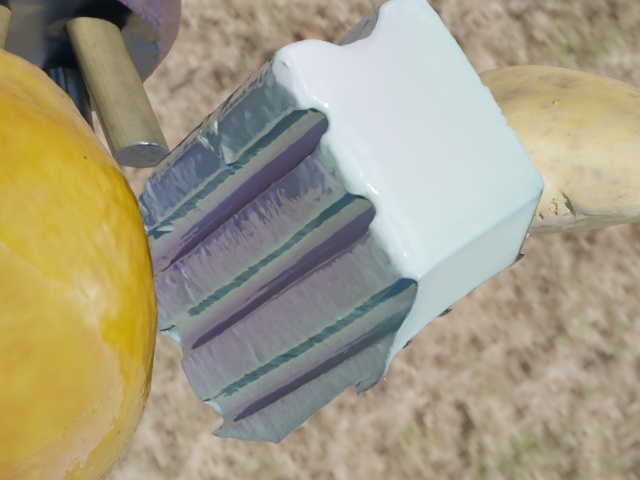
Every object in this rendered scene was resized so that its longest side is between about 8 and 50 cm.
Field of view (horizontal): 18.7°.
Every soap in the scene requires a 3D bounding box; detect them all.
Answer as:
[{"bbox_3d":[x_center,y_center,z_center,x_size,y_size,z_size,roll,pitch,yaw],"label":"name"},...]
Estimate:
[{"bbox_3d":[0.000,0.000,0.903,0.091,0.145,0.230,-29,177,-31],"label":"soap"}]

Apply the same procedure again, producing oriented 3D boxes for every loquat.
[{"bbox_3d":[-0.151,0.024,0.703,0.176,0.187,0.234,-4,134,17],"label":"loquat"}]

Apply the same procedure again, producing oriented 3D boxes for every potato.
[{"bbox_3d":[0.183,-0.065,1.488,0.235,0.161,0.128,-4,123,24],"label":"potato"}]

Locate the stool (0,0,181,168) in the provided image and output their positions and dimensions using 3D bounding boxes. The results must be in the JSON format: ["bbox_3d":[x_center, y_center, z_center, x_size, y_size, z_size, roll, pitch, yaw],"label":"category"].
[{"bbox_3d":[-0.254,-0.135,1.674,0.272,0.178,0.272,-2,159,-1],"label":"stool"}]
